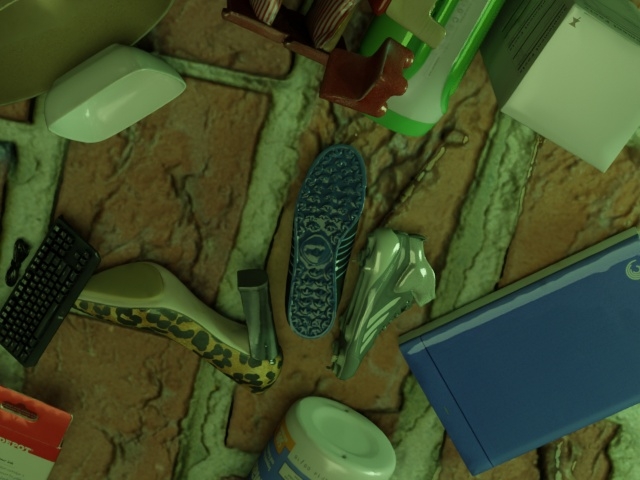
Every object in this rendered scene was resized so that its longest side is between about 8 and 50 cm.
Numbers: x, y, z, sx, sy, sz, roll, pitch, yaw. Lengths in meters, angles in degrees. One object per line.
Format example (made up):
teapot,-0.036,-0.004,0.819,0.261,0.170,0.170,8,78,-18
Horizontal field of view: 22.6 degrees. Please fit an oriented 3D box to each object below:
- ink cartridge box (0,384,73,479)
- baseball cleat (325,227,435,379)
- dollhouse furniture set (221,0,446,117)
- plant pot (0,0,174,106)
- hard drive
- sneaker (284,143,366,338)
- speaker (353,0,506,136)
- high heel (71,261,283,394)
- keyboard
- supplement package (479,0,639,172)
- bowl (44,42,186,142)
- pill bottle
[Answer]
ink cartridge box,-0.404,0.268,2.002,0.134,0.078,0.231,24,112,-11
baseball cleat,0.079,0.085,1.928,0.109,0.072,0.206,10,117,-12
dollhouse furniture set,0.013,-0.257,1.613,0.152,0.374,0.201,24,110,-15
plant pot,-0.317,-0.289,1.676,0.284,0.284,0.191,-31,80,13
hard drive,0.284,0.141,1.969,0.318,0.040,0.210,-26,111,11
sneaker,0.000,0.000,1.891,0.081,0.090,0.232,13,92,-5
speaker,0.137,-0.265,1.741,0.131,0.131,0.297,25,112,-11
high heel,-0.178,0.120,1.941,0.261,0.093,0.186,0,128,7
keyboard,-0.340,0.054,1.911,0.108,0.023,0.180,43,111,21
supplement package,0.267,-0.198,1.707,0.139,0.244,0.134,29,111,-12
bowl,-0.235,-0.168,1.788,0.142,0.142,0.053,-31,76,14
pill bottle,-0.033,0.342,1.997,0.152,0.152,0.272,27,111,-12
